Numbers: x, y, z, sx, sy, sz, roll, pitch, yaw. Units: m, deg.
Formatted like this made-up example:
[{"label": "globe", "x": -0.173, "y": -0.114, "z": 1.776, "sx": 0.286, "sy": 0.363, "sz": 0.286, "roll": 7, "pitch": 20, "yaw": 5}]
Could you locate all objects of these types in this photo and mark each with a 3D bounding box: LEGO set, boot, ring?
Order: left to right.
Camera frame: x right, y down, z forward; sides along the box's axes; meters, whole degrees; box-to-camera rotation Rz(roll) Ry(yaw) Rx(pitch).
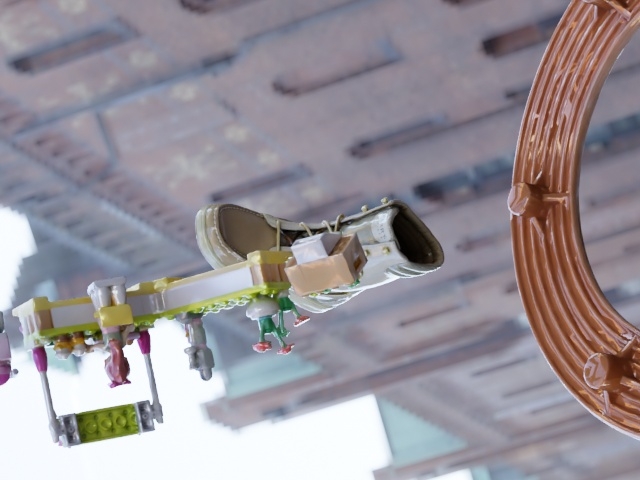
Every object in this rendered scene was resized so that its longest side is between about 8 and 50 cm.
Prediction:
[{"label": "LEGO set", "x": -0.103, "y": 0.076, "z": 1.340, "sx": 0.132, "sy": 0.287, "sz": 0.107, "roll": 122, "pitch": 137, "yaw": -80}, {"label": "boot", "x": 0.000, "y": 0.000, "z": 1.833, "sx": 0.213, "sy": 0.165, "sz": 0.077, "roll": 27, "pitch": -125, "yaw": -43}, {"label": "ring", "x": 0.212, "y": -0.051, "z": 1.085, "sx": 0.032, "sy": 0.336, "sz": 0.336, "roll": 13, "pitch": -127, "yaw": -33}]
